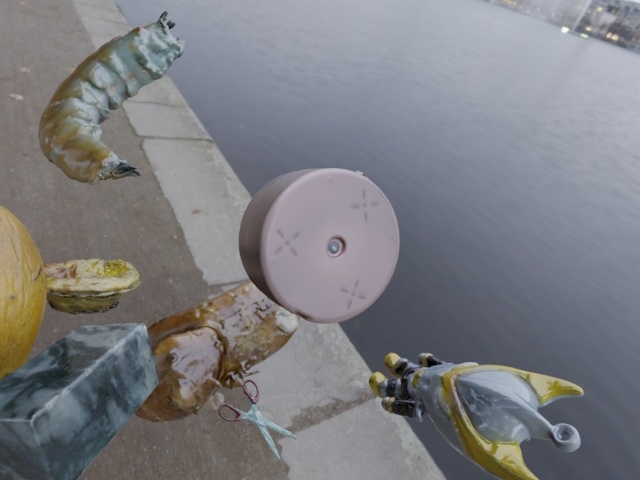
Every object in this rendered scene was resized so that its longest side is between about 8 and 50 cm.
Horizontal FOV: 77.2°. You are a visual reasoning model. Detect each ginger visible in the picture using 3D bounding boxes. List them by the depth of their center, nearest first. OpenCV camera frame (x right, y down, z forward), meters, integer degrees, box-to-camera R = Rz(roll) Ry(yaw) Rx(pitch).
[{"bbox_3d":[-0.200,0.216,0.819,0.419,0.176,0.254,-20,25,-27],"label":"ginger"}]

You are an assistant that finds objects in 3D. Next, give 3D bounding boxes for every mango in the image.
[{"bbox_3d":[-0.407,0.075,0.486,0.109,0.261,0.157,-12,0,-2],"label":"mango"}]

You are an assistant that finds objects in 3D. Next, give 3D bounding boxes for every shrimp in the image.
[{"bbox_3d":[-0.282,-0.177,0.517,0.185,0.068,0.286,-12,51,16],"label":"shrimp"}]

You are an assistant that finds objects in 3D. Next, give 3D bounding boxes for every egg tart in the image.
[{"bbox_3d":[-0.538,0.105,0.916,0.241,0.105,0.241,6,8,-1],"label":"egg tart"}]

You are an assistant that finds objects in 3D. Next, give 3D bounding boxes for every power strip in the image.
[{"bbox_3d":[0.000,0.000,0.406,0.154,0.154,0.078,0,6,-26],"label":"power strip"}]

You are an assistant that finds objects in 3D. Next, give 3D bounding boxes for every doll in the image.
[{"bbox_3d":[0.208,0.231,0.593,0.146,0.103,0.316,-14,5,-34],"label":"doll"}]

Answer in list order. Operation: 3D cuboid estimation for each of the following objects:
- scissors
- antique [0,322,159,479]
[{"bbox_3d":[-0.192,0.566,1.262,0.248,0.017,0.144,39,58,14],"label":"scissors"},{"bbox_3d":[-0.251,0.158,0.414,0.088,0.085,0.183,-3,15,9],"label":"antique"}]
